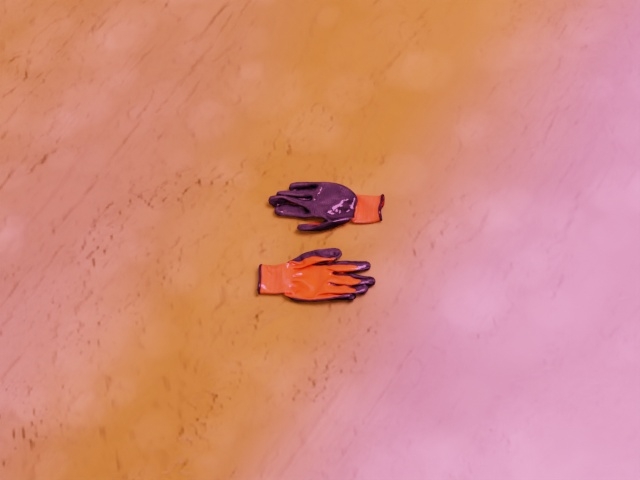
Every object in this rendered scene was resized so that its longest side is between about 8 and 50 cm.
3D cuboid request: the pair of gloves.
[{"bbox_3d":[0.000,0.000,0.788,0.074,0.010,0.083,3,63,10],"label":"pair of gloves"}]
